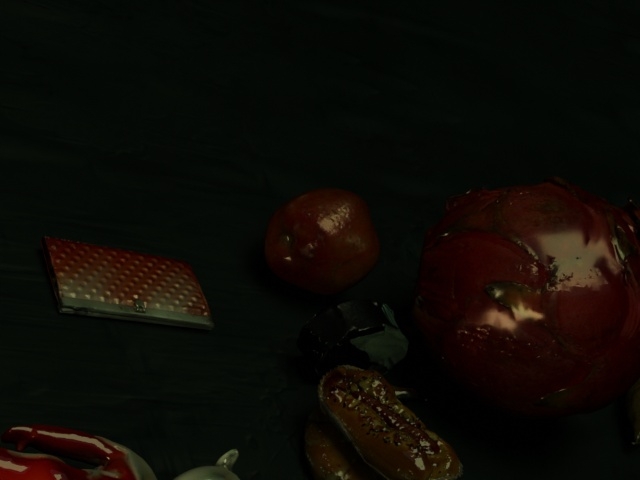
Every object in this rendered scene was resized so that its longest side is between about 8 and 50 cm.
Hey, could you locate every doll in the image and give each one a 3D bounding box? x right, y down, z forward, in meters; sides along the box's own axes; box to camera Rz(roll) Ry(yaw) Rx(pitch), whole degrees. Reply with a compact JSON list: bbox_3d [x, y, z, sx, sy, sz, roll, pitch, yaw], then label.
[{"bbox_3d":[-0.223,0.249,1.866,0.384,0.099,0.188,5,44,-30],"label":"doll"}]

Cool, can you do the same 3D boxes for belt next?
[{"bbox_3d":[0.038,0.115,2.265,0.140,0.105,0.058,14,37,-47],"label":"belt"}]

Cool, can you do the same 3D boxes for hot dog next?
[{"bbox_3d":[0.072,0.206,2.143,0.108,0.059,0.191,-12,45,-44],"label":"hot dog"}]

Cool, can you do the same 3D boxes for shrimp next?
[{"bbox_3d":[0.117,0.251,2.204,0.290,0.054,0.222,22,34,-7],"label":"shrimp"}]

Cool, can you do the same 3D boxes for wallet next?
[{"bbox_3d":[-0.215,0.049,2.190,0.196,0.020,0.103,10,41,-35],"label":"wallet"}]

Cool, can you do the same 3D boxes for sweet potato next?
[{"bbox_3d":[0.436,0.181,2.584,0.075,0.074,0.269,30,29,-9],"label":"sweet potato"}]

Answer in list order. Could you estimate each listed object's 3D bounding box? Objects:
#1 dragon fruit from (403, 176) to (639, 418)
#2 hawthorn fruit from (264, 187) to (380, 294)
[{"bbox_3d":[0.256,0.070,2.355,0.302,0.295,0.295,6,34,6],"label":"dragon fruit"},{"bbox_3d":[0.000,0.000,2.352,0.138,0.133,0.133,-14,57,-48],"label":"hawthorn fruit"}]
